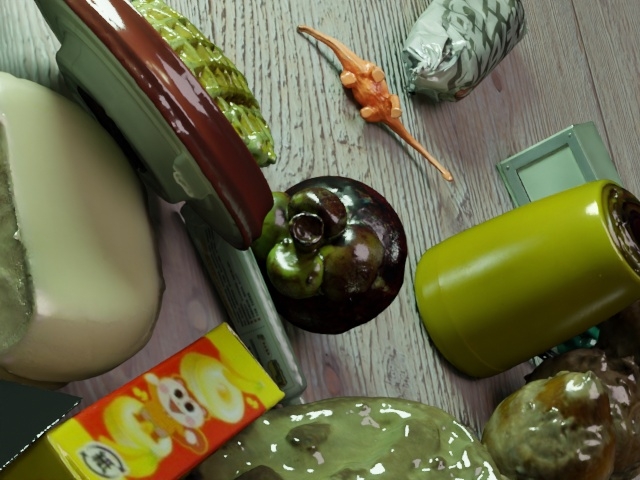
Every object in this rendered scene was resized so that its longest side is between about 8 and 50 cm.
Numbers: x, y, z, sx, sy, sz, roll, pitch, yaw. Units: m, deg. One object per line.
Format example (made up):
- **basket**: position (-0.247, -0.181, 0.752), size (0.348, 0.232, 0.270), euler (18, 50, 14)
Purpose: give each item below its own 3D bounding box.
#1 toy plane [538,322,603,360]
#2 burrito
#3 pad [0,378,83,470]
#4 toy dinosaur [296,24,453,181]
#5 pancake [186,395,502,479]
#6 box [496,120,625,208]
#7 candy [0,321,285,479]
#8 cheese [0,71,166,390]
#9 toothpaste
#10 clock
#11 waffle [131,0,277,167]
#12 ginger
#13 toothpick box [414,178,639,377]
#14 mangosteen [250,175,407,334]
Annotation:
- **toy plane**: position (0.376, 0.146, 2.215), size (0.381, 0.106, 0.155), euler (40, 57, -37)
- **burrito**: position (0.192, -0.276, 2.276), size (0.139, 0.101, 0.445), euler (61, 27, -13)
- **pad**: position (-0.296, 0.144, 1.141), size (0.245, 0.170, 0.006), euler (-44, 141, -60)
- **toy dinosaur**: position (0.075, -0.168, 2.047), size (0.279, 0.055, 0.101), euler (52, 8, -12)
- **pancake**: position (0.024, 0.231, 1.484), size (0.294, 0.049, 0.294), euler (6, 32, -4)
- **box**: position (0.357, -0.035, 2.304), size (0.086, 0.129, 0.225), euler (-15, 79, -60)
- **candy**: position (-0.155, 0.172, 1.318), size (0.088, 0.146, 0.276), euler (51, 31, 5)
- **cheese**: position (-0.244, -0.006, 1.356), size (0.233, 0.127, 0.266), euler (16, 51, -48)
- **toothpaste**: position (-0.067, 0.071, 1.633), size (0.037, 0.067, 0.255), euler (-26, 91, -49)
- **clock**: position (-0.162, -0.116, 1.485), size (0.318, 0.080, 0.318), euler (48, -8, 9)
- **waffle**: position (-0.120, -0.162, 1.705), size (0.208, 0.054, 0.214), euler (46, 12, -38)
- **ginger**: position (0.293, 0.216, 1.935), size (0.176, 0.256, 0.375), euler (41, 42, 17)
- **toothpick box**: position (0.262, 0.038, 1.952), size (0.175, 0.271, 0.175), euler (37, 38, -36)
- **mangosteen**: position (0.000, 0.005, 1.682), size (0.184, 0.172, 0.172), euler (36, 39, -34)
